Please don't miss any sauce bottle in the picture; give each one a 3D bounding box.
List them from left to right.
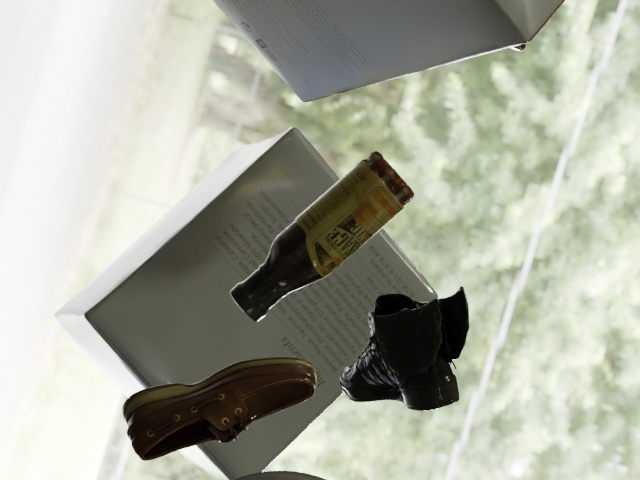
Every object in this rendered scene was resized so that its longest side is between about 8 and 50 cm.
[{"bbox_3d":[0.000,0.000,0.931,0.128,0.042,0.042,-43,-173,5],"label":"sauce bottle"}]

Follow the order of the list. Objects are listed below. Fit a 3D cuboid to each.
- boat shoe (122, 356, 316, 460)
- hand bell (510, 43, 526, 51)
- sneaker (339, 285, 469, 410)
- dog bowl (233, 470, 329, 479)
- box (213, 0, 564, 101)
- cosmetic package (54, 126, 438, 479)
[{"bbox_3d":[-0.086,0.154,1.341,0.064,0.178,0.060,75,-1,-51],"label":"boat shoe"},{"bbox_3d":[0.089,-0.228,1.634,0.126,0.242,0.126,-17,90,-71],"label":"hand bell"},{"bbox_3d":[0.060,0.078,1.136,0.170,0.051,0.089,1,-74,62],"label":"sneaker"},{"bbox_3d":[-0.058,0.425,1.603,0.102,0.349,0.348,2,106,-62],"label":"dog bowl"},{"bbox_3d":[0.076,-0.260,1.205,0.215,0.168,0.345,-49,-161,-21],"label":"box"},{"bbox_3d":[-0.114,0.094,2.167,0.394,0.327,0.329,-43,-170,-14],"label":"cosmetic package"}]
